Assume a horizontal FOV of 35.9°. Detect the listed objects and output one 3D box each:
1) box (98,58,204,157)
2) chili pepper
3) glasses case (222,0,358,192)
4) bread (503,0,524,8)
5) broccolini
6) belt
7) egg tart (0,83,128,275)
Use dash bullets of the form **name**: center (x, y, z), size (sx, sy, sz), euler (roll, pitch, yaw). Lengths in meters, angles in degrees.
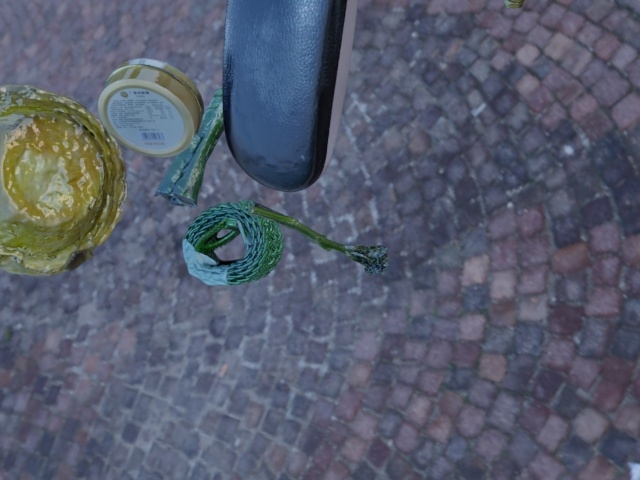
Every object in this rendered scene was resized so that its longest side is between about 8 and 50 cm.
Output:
- **box**: center (-0.171, -0.133, 1.001), size (0.105, 0.105, 0.037), euler (-20, 38, 33)
- **chili pepper**: center (-0.203, -0.165, 1.666), size (0.088, 0.059, 0.227), euler (11, 71, 35)
- **glasses case**: center (-0.029, -0.193, 0.924), size (0.122, 0.075, 0.314), euler (23, 122, 26)
- **bread**: center (0.365, -0.460, 1.798), size (0.033, 0.049, 0.088), euler (44, 129, 29)
- **broccolini**: center (-0.001, 0.000, 1.265), size (0.042, 0.218, 0.044), euler (23, 93, 63)
- **belt**: center (-0.134, 0.008, 1.427), size (0.151, 0.079, 0.121), euler (-19, 87, 29)
- **egg tart**: center (-0.396, -0.089, 1.386), size (0.116, 0.295, 0.295), euler (-7, 62, 53)
